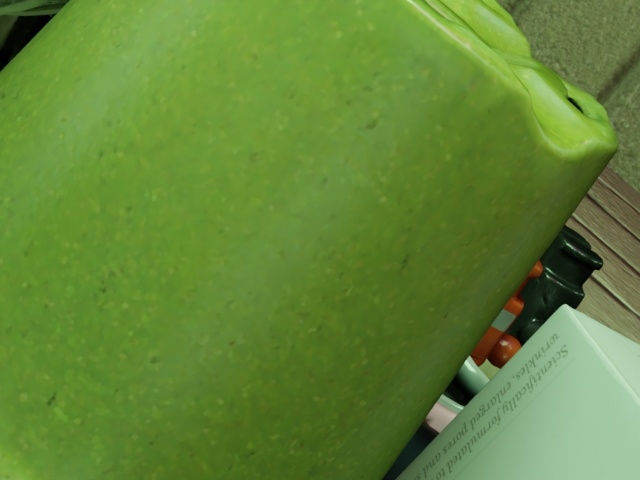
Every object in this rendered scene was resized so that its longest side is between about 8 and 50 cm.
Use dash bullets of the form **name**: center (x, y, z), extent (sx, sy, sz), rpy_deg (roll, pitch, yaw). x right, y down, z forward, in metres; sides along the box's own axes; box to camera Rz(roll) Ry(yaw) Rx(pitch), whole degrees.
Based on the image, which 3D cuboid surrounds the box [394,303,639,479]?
- **box**: center (0.119, 0.160, 0.529), extent (0.119, 0.181, 0.182), rpy_deg (27, 22, -37)

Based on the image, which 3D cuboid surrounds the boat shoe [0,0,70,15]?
- **boat shoe**: center (-0.171, -0.146, 0.537), extent (0.103, 0.320, 0.118), rpy_deg (-48, 132, -66)

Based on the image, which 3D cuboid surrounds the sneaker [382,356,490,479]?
- **sneaker**: center (0.000, 0.000, 0.674), extent (0.319, 0.131, 0.112), rpy_deg (55, 25, 7)

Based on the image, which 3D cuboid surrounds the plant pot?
- **plant pot**: center (-0.034, -0.004, 0.490), extent (0.276, 0.254, 0.276), rpy_deg (37, 18, -14)

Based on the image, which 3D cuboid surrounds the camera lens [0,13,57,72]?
- **camera lens**: center (-0.206, -0.221, 0.706), extent (0.274, 0.219, 0.219), rpy_deg (41, 18, 1)

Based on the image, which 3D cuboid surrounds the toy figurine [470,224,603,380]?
- **toy figurine**: center (0.054, 0.018, 0.821), extent (0.209, 0.148, 0.213), rpy_deg (41, 19, 20)
